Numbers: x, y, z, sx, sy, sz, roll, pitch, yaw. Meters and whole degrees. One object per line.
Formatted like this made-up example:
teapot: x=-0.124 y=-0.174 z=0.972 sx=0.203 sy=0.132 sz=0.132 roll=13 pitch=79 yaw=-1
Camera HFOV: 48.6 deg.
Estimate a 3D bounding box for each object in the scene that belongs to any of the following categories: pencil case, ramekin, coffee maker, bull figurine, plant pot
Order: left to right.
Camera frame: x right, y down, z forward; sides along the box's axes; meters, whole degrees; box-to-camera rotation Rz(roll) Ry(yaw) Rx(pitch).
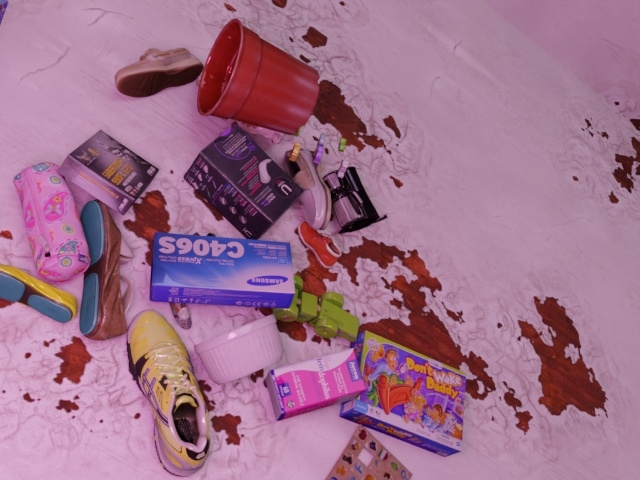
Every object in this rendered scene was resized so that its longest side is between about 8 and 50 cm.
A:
pencil case: x=-0.613 y=-0.042 z=1.615 sx=0.124 sy=0.124 sz=0.284 roll=-4 pitch=58 yaw=-34
ramekin: x=-0.187 y=0.263 z=1.687 sx=0.207 sy=0.207 sz=0.109 roll=-18 pitch=83 yaw=-38
bull figurine: x=-0.231 y=-0.400 z=2.102 sx=0.188 sy=0.101 sz=0.310 roll=-19 pitch=76 yaw=-37
plant pot: x=-0.163 y=-0.426 z=1.952 sx=0.265 sy=0.272 sz=0.272 roll=18 pitch=56 yaw=-29
coffee maker: x=0.092 y=-0.124 z=2.157 sx=0.171 sy=0.120 sz=0.178 roll=0 pitch=63 yaw=-59

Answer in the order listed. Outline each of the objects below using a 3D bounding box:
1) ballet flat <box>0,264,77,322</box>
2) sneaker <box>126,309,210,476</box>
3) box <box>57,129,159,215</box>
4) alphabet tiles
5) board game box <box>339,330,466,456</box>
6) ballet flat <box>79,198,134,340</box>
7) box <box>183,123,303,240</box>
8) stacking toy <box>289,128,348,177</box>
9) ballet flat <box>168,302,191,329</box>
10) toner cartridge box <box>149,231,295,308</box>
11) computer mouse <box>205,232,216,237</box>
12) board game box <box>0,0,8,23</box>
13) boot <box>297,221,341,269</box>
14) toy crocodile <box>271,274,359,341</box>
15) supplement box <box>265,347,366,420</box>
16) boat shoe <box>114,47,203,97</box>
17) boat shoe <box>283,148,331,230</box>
ballet flat: x=-0.645 y=0.107 z=1.572 sx=0.231 sy=0.077 sz=0.077 roll=31 pitch=30 yaw=-18
sneaker: x=-0.324 y=0.325 z=1.594 sx=0.145 sy=0.147 sz=0.385 roll=-13 pitch=70 yaw=-35
box: x=-0.516 y=-0.173 z=1.751 sx=0.183 sy=0.056 sz=0.231 roll=36 pitch=21 yaw=-11
alphabet tiles: x=0.115 y=0.620 z=1.793 sx=0.198 sy=0.009 sz=0.237 roll=45 pitch=50 yaw=-5
board game box: x=0.233 y=0.421 z=1.941 sx=0.347 sy=0.078 sz=0.233 roll=25 pitch=53 yaw=-19
ballet flat: x=-0.497 y=0.072 z=1.665 sx=0.124 sy=0.116 sz=0.342 roll=19 pitch=53 yaw=-48
box: x=-0.211 y=-0.154 z=1.944 sx=0.270 sy=0.143 sz=0.165 roll=44 pitch=51 yaw=-4
stacking toy: x=-0.001 y=-0.279 z=2.111 sx=0.167 sy=0.052 sz=0.221 roll=19 pitch=33 yaw=-10
ballet flat: x=-0.347 y=0.165 z=1.742 sx=0.041 sy=0.041 sz=0.114 roll=-22 pitch=77 yaw=-39
toner cartridge box: x=-0.244 y=0.075 z=1.767 sx=0.347 sy=0.075 sz=0.165 roll=4 pitch=51 yaw=-15
computer mouse: x=-0.220 y=0.051 z=1.887 sx=0.193 sy=0.042 sz=0.106 roll=17 pitch=55 yaw=-24
board game box: x=-0.863 y=-0.439 z=1.581 sx=0.141 sy=0.232 sz=0.291 roll=31 pitch=32 yaw=-12
boot: x=0.000 y=0.000 z=2.032 sx=0.059 sy=0.084 sz=0.158 roll=-33 pitch=82 yaw=-38
toy crocodile: x=-0.039 y=0.184 z=1.899 sx=0.340 sy=0.105 sz=0.115 roll=26 pitch=52 yaw=-24
supplement box: x=-0.013 y=0.356 z=1.753 sx=0.220 sy=0.114 sz=0.111 roll=-13 pitch=70 yaw=-16
boat shoe: x=-0.468 y=-0.485 z=2.000 sx=0.098 sy=0.109 sz=0.302 roll=51 pitch=43 yaw=9
boat shoe: x=-0.045 y=-0.149 z=2.067 sx=0.103 sy=0.113 sz=0.302 roll=9 pitch=43 yaw=-23
